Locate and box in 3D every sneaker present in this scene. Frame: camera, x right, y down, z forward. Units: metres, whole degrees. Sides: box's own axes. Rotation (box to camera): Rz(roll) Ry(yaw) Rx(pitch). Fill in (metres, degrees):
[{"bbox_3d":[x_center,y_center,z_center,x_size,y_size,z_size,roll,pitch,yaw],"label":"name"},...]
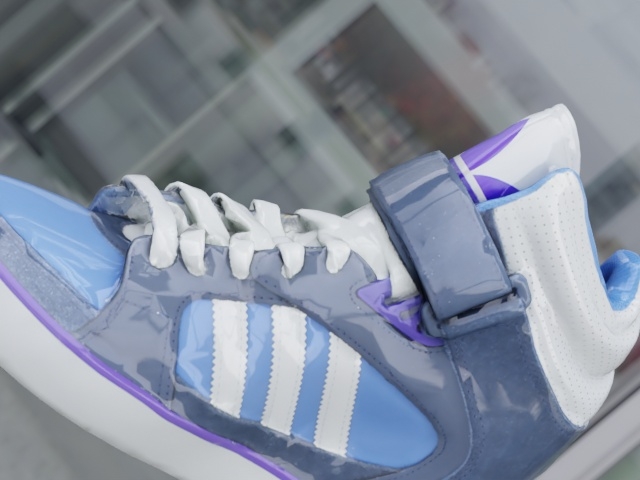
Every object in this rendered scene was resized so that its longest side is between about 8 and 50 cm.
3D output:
[{"bbox_3d":[0.000,0.000,0.904,0.323,0.236,0.130,37,10,-23],"label":"sneaker"}]
